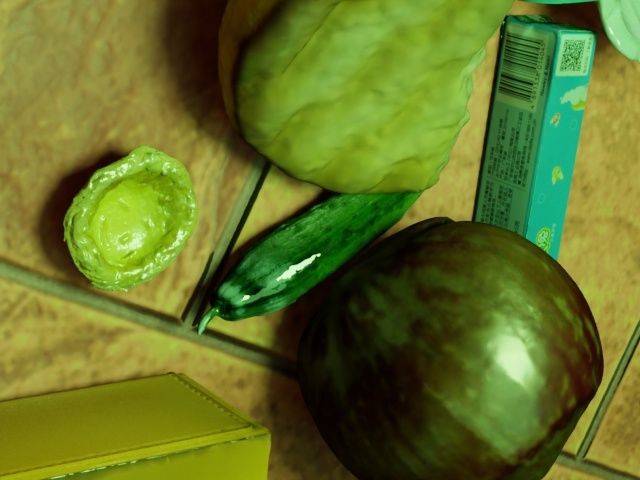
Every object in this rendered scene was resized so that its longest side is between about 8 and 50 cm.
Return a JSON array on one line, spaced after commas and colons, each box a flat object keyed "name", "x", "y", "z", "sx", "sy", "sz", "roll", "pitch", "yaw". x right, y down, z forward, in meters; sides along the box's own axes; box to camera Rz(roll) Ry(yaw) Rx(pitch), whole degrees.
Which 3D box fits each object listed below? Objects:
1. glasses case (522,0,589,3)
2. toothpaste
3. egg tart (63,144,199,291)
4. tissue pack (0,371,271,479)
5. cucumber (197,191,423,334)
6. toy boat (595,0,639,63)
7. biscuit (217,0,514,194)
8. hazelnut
[{"name": "glasses case", "x": 0.161, "y": -0.331, "z": 1.041, "sx": 0.070, "sy": 0.117, "sz": 0.301, "roll": -10, "pitch": 112, "yaw": -22}, {"name": "toothpaste", "x": 0.169, "y": -0.050, "z": 1.186, "sx": 0.050, "sy": 0.065, "sz": 0.266, "roll": -7, "pitch": 111, "yaw": -40}, {"name": "egg tart", "x": -0.134, "y": -0.017, "z": 0.984, "sx": 0.105, "sy": 0.039, "sz": 0.105, "roll": -14, "pitch": 115, "yaw": -32}, {"name": "tissue pack", "x": -0.190, "y": 0.212, "z": 0.964, "sx": 0.275, "sy": 0.145, "sz": 0.194, "roll": -5, "pitch": 109, "yaw": -35}, {"name": "cucumber", "x": 0.000, "y": 0.000, "z": 1.085, "sx": 0.250, "sy": 0.056, "sz": 0.056, "roll": -35, "pitch": 125, "yaw": -23}, {"name": "toy boat", "x": 0.289, "y": -0.284, "z": 1.162, "sx": 0.199, "sy": 0.100, "sz": 0.290, "roll": 32, "pitch": 87, "yaw": -41}, {"name": "biscuit", "x": 0.036, "y": -0.143, "z": 0.974, "sx": 0.213, "sy": 0.091, "sz": 0.274, "roll": 3, "pitch": 143, "yaw": -23}, {"name": "hazelnut", "x": 0.094, "y": 0.097, "z": 1.082, "sx": 0.218, "sy": 0.218, "sz": 0.234, "roll": 27, "pitch": 114, "yaw": -40}]
